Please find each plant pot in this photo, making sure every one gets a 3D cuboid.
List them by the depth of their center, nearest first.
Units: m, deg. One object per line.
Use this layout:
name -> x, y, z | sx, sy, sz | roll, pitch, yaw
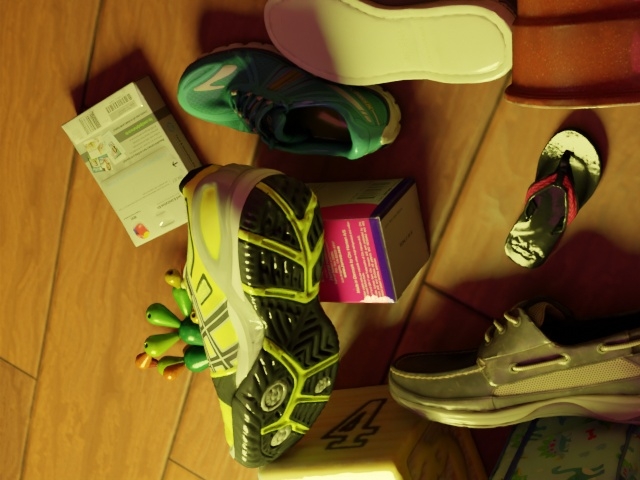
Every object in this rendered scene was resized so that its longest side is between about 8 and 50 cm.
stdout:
plant pot -> 0.274, -0.264, 0.868 | 0.272, 0.272, 0.265 | -1, 106, 29

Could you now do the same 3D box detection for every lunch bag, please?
lunch bag -> 0.273, 0.259, 1.147 | 0.176, 0.219, 0.090 | -18, 104, 34

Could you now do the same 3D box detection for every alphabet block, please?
alphabet block -> 0.073, 0.301, 1.293 | 0.197, 0.193, 0.192 | -10, 111, 32

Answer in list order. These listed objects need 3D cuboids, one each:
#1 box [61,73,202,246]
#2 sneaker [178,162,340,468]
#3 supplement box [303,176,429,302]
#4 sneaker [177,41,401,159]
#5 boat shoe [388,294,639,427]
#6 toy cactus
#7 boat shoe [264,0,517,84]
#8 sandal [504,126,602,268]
box -> -0.229, -0.099, 1.344 | 0.145, 0.038, 0.186 | -24, 101, 35
sneaker -> -0.075, 0.083, 1.180 | 0.147, 0.145, 0.384 | 27, 127, 39
supplement box -> 0.000, 0.000, 1.227 | 0.220, 0.111, 0.114 | 0, 116, 29
sneaker -> -0.047, -0.153, 1.175 | 0.275, 0.110, 0.107 | 14, 120, 22
boat shoe -> 0.246, 0.124, 1.166 | 0.355, 0.132, 0.130 | -5, 102, 21
toy cactus -> -0.147, 0.126, 1.394 | 0.180, 0.112, 0.219 | 26, 124, -8
boat shoe -> 0.080, -0.224, 1.079 | 0.305, 0.091, 0.109 | 12, 130, 35
sandal -> 0.247, -0.037, 1.120 | 0.067, 0.040, 0.179 | 28, 124, 13
